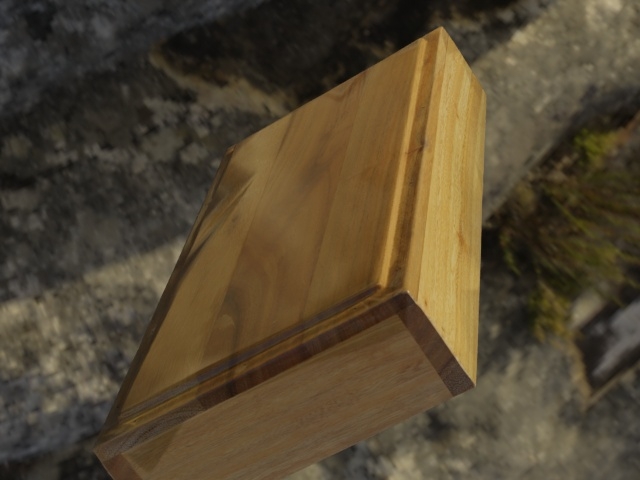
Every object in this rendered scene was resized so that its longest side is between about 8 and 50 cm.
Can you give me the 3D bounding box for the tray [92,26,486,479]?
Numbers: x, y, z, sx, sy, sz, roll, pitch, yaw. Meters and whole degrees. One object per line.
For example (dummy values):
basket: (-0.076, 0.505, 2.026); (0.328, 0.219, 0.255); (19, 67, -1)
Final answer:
tray: (0.000, 0.000, 0.934); (0.202, 0.411, 0.076); (-28, 111, 20)
